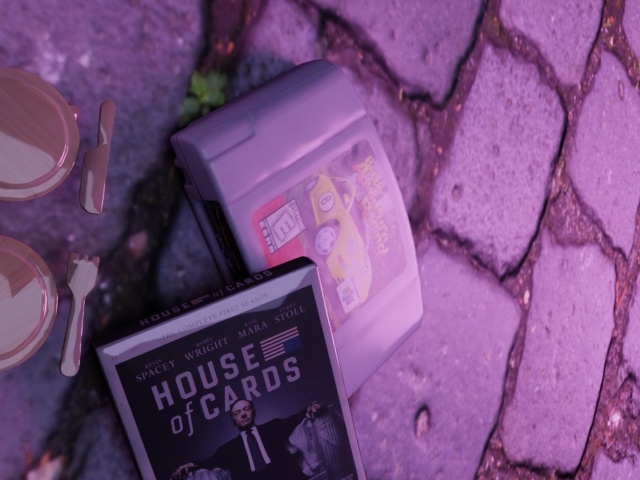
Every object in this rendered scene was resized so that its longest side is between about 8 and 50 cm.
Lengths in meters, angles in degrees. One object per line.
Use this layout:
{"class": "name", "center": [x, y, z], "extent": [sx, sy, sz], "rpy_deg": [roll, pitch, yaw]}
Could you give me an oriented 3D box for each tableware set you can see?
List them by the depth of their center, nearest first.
{"class": "tableware set", "center": [-0.208, -0.013, 0.464], "extent": [0.128, 0.039, 0.194], "rpy_deg": [11, 80, -32]}

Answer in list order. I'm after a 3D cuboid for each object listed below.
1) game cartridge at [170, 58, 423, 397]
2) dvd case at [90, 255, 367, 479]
{"class": "game cartridge", "center": [0.000, 0.000, 0.656], "extent": [0.196, 0.060, 0.294], "rpy_deg": [-40, 120, -39]}
{"class": "dvd case", "center": [-0.060, 0.152, 0.585], "extent": [0.179, 0.029, 0.239], "rpy_deg": [-21, 112, -21]}
